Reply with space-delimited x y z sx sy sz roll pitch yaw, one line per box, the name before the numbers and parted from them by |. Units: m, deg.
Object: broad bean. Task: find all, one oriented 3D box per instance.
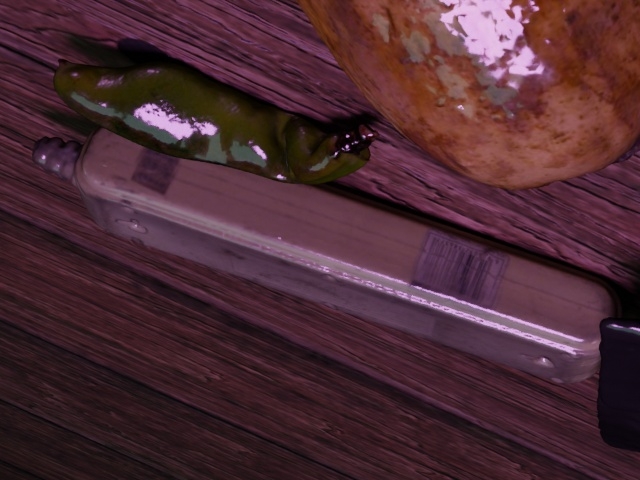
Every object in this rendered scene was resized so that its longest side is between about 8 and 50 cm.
broad bean | -0.058 -0.068 1.106 0.195 0.046 0.061 13 146 12

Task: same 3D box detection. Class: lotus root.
lotus root | 0.047 -0.134 0.718 0.145 0.128 0.260 -7 127 42

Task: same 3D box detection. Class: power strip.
power strip | 0.000 0.000 1.197 0.388 0.066 0.092 18 160 6

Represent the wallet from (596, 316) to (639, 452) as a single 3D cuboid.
wallet | 0.294 0.117 1.172 0.247 0.041 0.323 11 165 12
